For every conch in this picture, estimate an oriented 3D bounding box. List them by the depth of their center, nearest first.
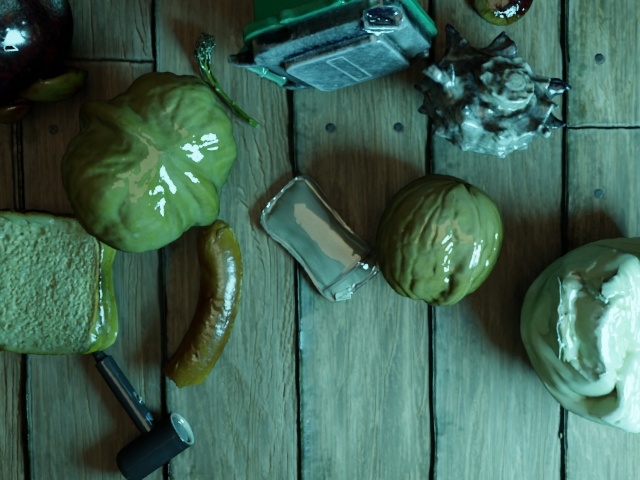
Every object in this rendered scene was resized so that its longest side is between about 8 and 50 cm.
[{"bbox_3d":[0.293,-0.230,1.026,0.240,0.313,0.186,46,120,35],"label":"conch"}]

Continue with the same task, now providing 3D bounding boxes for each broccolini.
[{"bbox_3d":[-0.174,-0.280,1.126,0.052,0.054,0.194,-26,101,29],"label":"broccolini"}]

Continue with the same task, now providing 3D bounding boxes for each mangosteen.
[{"bbox_3d":[-0.525,-0.331,0.997,0.288,0.288,0.288,0,92,-2],"label":"mangosteen"}]

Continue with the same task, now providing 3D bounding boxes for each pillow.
[{"bbox_3d":[0.000,0.000,1.137,0.130,0.038,0.233,-42,92,3],"label":"pillow"}]

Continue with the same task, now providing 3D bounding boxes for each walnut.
[{"bbox_3d":[-0.269,-0.122,1.007,0.282,0.277,0.253,-26,99,-22],"label":"walnut"},{"bbox_3d":[0.200,0.001,1.064,0.228,0.228,0.228,0,92,-2],"label":"walnut"}]

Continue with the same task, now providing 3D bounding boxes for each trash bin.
[{"bbox_3d":[0.002,-0.451,1.008,0.295,0.259,0.381,-10,85,24],"label":"trash bin"}]

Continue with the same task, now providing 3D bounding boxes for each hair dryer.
[{"bbox_3d":[-0.353,0.300,1.132,0.128,0.070,0.255,-38,86,0],"label":"hair dryer"}]

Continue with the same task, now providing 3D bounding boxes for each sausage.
[{"bbox_3d":[-0.197,0.114,1.115,0.102,0.076,0.302,15,92,-4],"label":"sausage"}]

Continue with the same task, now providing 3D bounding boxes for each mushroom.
[{"bbox_3d":[0.328,-0.449,1.125,0.123,0.052,0.123,0,92,2],"label":"mushroom"}]

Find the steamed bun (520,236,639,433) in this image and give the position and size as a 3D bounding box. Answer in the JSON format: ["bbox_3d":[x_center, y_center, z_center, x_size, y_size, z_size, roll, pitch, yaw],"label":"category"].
[{"bbox_3d":[0.485,0.133,1.069,0.394,0.237,0.347,40,74,-29],"label":"steamed bun"}]

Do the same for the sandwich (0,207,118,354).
[{"bbox_3d":[-0.466,0.069,1.096,0.226,0.087,0.251,1,93,9],"label":"sandwich"}]
